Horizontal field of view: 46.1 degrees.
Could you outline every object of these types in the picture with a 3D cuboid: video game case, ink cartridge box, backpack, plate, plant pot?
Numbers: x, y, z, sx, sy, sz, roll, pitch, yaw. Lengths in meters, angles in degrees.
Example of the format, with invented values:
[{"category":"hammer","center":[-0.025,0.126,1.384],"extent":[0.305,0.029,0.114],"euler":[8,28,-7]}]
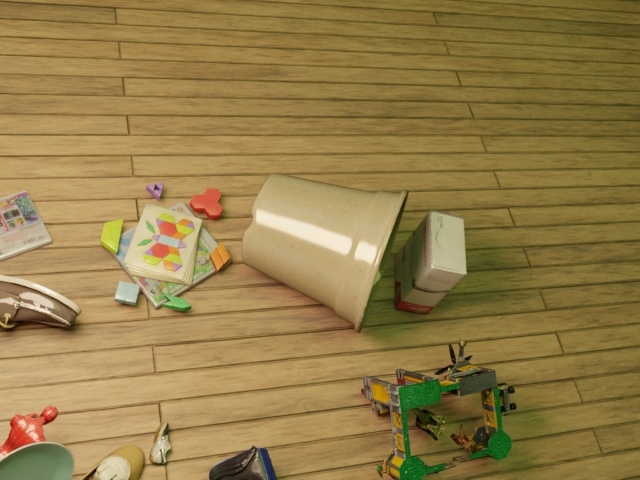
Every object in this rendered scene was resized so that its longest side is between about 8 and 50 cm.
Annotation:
[{"category":"video game case","center":[-0.687,-0.027,1.632],"extent":[0.157,0.019,0.143],"euler":[-23,69,-28]},{"category":"ink cartridge box","center":[0.255,0.054,1.768],"extent":[0.092,0.218,0.159],"euler":[11,57,-12]},{"category":"video game case","center":[-0.343,0.029,1.706],"extent":[0.212,0.023,0.193],"euler":[-33,74,-31]},{"category":"backpack","center":[-0.147,0.469,1.456],"extent":[0.120,0.101,0.098],"euler":[-24,61,6]},{"category":"plate","center":[-0.524,0.425,1.318],"extent":[0.188,0.188,0.024],"euler":[-28,45,-30]},{"category":"plant pot","center":[0.000,0.000,1.687],"extent":[0.305,0.334,0.334],"euler":[19,55,7]}]

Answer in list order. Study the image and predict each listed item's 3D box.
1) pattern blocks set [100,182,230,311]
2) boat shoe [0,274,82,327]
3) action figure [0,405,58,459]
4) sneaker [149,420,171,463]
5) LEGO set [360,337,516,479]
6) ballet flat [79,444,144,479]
[{"category":"pattern blocks set","center":[-0.345,0.006,1.689],"extent":[0.285,0.026,0.325],"euler":[4,58,-16]},{"category":"boat shoe","center":[-0.644,0.121,1.499],"extent":[0.324,0.117,0.097],"euler":[18,60,-2]},{"category":"action figure","center":[-0.579,0.408,1.366],"extent":[0.091,0.139,0.280],"euler":[44,79,7]},{"category":"sneaker","center":[-0.311,0.401,1.488],"extent":[0.036,0.032,0.083],"euler":[24,59,-20]},{"category":"LEGO set","center":[0.235,0.376,1.625],"extent":[0.331,0.192,0.255],"euler":[-16,95,-23]},{"category":"ballet flat","center":[-0.414,0.462,1.385],"extent":[0.080,0.073,0.232],"euler":[42,56,9]}]
